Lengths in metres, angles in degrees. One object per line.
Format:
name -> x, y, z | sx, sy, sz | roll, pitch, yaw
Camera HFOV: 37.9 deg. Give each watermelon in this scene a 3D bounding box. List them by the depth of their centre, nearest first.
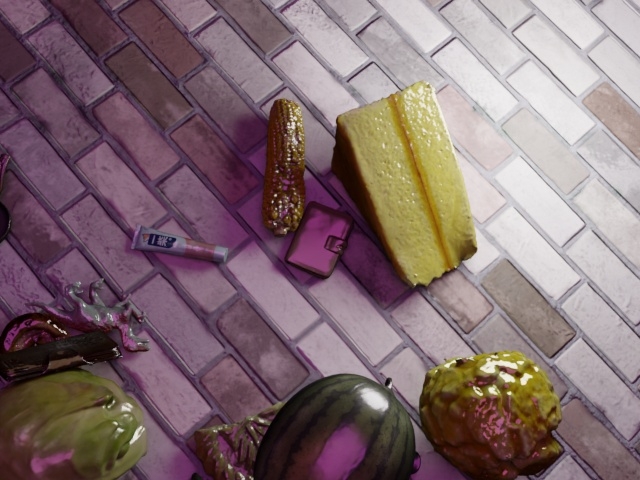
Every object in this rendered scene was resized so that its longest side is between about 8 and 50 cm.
watermelon -> 0.032, 0.401, 1.742 | 0.279, 0.279, 0.359 | 37, 81, 7

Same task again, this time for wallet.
wallet -> -0.509, 0.219, 1.798 | 0.232, 0.122, 0.031 | -10, 108, -34
wallet -> 0.000, 0.000, 2.029 | 0.118, 0.039, 0.153 | 24, 74, 7

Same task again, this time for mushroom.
mushroom -> -0.562, 0.220, 1.889 | 0.170, 0.080, 0.135 | 31, 88, -9

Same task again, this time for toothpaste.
toothpaste -> -0.302, 0.012, 2.002 | 0.205, 0.036, 0.056 | 12, 71, 3

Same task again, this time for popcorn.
popcorn -> 0.326, 0.339, 1.836 | 0.282, 0.282, 0.247 | 2, 88, -4

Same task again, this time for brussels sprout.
brussels sprout -> -0.500, 0.379, 1.742 | 0.328, 0.247, 0.328 | 3, 32, -2

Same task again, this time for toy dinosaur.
toy dinosaur -> -0.481, 0.159, 1.925 | 0.242, 0.053, 0.167 | -5, 76, -15

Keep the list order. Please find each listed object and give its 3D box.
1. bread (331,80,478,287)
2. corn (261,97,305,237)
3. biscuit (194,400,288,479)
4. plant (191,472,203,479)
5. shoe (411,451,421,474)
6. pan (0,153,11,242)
bread -> 0.205, -0.109, 1.982 | 0.233, 0.245, 0.362 | -25, 73, -13
corn -> -0.079, -0.159, 2.046 | 0.097, 0.097, 0.320 | 2, 71, -4
biscuit -> -0.105, 0.429, 1.884 | 0.273, 0.036, 0.187 | -19, 80, -12
plant -> -0.345, 0.571, 1.711 | 0.333, 0.180, 0.251 | -44, 36, -8
shoe -> 0.120, 0.441, 1.884 | 0.179, 0.049, 0.071 | 7, 76, -9
pan -> -0.702, -0.083, 1.990 | 0.114, 0.040, 0.212 | 14, 79, 0
